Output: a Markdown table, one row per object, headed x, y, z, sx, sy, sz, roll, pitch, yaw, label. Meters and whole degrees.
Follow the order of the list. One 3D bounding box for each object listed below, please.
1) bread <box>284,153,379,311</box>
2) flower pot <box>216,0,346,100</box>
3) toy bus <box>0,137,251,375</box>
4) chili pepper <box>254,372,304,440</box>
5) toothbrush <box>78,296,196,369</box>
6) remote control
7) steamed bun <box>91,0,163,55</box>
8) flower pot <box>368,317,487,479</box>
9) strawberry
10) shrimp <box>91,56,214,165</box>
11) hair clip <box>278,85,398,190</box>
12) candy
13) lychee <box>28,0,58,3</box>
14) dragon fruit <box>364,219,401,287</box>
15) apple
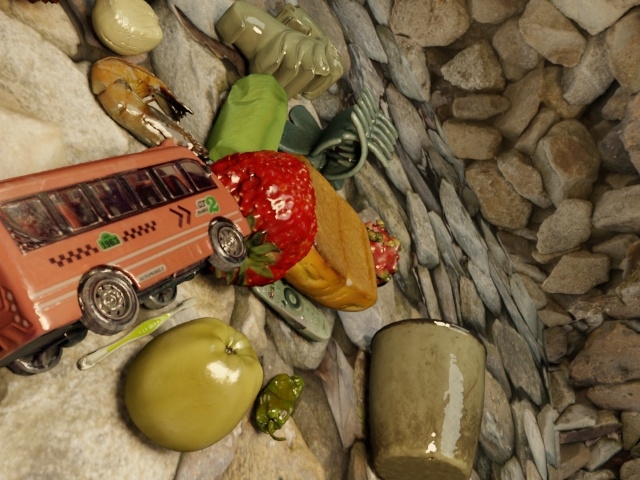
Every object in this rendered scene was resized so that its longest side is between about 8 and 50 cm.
| x | y | z | sx | sy | sz | roll | pitch | yaw | label |
| --- | --- | --- | --- | --- | --- | --- | --- | --- | --- |
| -0.007 | 0.004 | 1.393 | 0.328 | 0.148 | 0.337 | 43 | 29 | -40 | bread |
| -0.097 | -0.503 | 1.600 | 0.254 | 0.164 | 0.367 | 56 | 32 | 1 | flower pot |
| -0.298 | 0.007 | 0.821 | 0.233 | 0.203 | 0.427 | 61 | 30 | -2 | toy bus |
| -0.086 | 0.310 | 1.109 | 0.072 | 0.073 | 0.204 | 47 | 18 | -1 | chili pepper |
| -0.277 | 0.139 | 0.941 | 0.022 | 0.026 | 0.263 | 60 | 27 | -1 | toothbrush |
| -0.066 | 0.142 | 1.298 | 0.256 | 0.045 | 0.097 | 45 | 26 | -31 | remote control |
| -0.366 | -0.398 | 1.116 | 0.130 | 0.091 | 0.112 | 1 | 65 | -57 | steamed bun |
| 0.243 | 0.396 | 1.427 | 0.293 | 0.293 | 0.330 | 47 | 41 | -33 | flower pot |
| -0.116 | -0.057 | 1.120 | 0.257 | 0.257 | 0.277 | 61 | 33 | -12 | strawberry |
| -0.307 | -0.237 | 1.141 | 0.289 | 0.075 | 0.178 | 36 | 36 | -25 | shrimp |
| 0.057 | -0.258 | 1.616 | 0.392 | 0.238 | 0.318 | 57 | 26 | -17 | hair clip |
| -0.158 | -0.248 | 1.326 | 0.132 | 0.142 | 0.343 | 39 | 37 | -27 | candy |
| -0.434 | -0.510 | 0.902 | 0.304 | 0.275 | 0.276 | 93 | -20 | -79 | lychee |
| 0.139 | 0.032 | 1.615 | 0.166 | 0.160 | 0.172 | 44 | -8 | 47 | dragon fruit |
| -0.187 | 0.211 | 0.890 | 0.200 | 0.200 | 0.200 | 41 | 37 | -41 | apple |
